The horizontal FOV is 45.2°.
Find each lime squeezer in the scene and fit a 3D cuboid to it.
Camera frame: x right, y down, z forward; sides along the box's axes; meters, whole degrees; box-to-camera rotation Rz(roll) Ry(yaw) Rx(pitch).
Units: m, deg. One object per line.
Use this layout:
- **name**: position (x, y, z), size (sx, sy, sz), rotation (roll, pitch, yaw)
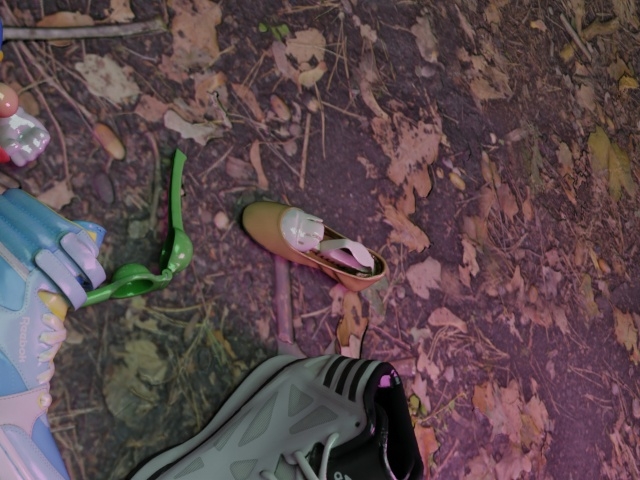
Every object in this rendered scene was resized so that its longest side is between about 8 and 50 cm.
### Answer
- **lime squeezer**: position (-0.214, 0.015, 0.884), size (0.110, 0.058, 0.310), rotation (52, 50, -17)

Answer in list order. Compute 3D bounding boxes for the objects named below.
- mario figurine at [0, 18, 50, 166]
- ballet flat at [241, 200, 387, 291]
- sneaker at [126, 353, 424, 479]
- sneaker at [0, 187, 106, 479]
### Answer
- **mario figurine**: position (-0.338, -0.193, 0.765), size (0.198, 0.170, 0.321), rotation (16, 64, -40)
- **ballet flat**: position (0.000, 0.000, 1.068), size (0.232, 0.073, 0.080), rotation (27, 59, -33)
- **sneaker**: position (-0.059, 0.266, 0.802), size (0.169, 0.257, 0.447), rotation (54, 49, -15)
- **sneaker**: position (-0.268, 0.094, 0.738), size (0.208, 0.127, 0.319), rotation (-30, 98, -29)
